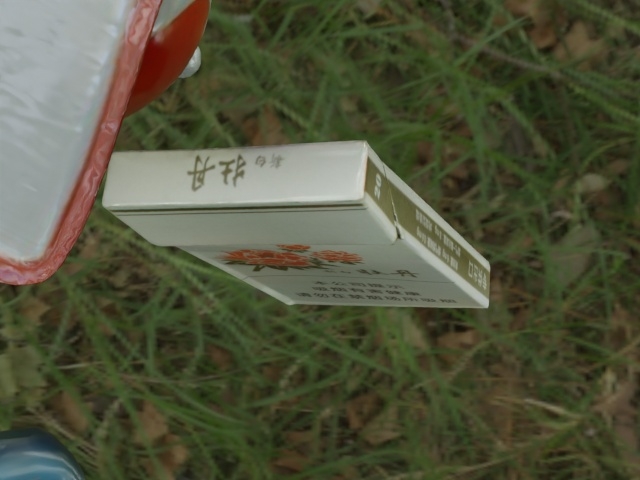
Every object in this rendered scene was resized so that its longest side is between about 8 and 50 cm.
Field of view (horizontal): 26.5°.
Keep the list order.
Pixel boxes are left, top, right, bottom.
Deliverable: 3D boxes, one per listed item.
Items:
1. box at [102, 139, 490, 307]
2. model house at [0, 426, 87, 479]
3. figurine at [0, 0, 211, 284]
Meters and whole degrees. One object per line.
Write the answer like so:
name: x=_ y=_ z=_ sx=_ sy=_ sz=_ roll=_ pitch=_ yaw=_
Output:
box: x=-0.001 y=0.000 z=0.594 sx=0.109 sy=0.198 sz=0.029 roll=0 pitch=77 yaw=21
model house: x=-0.223 y=0.260 z=0.614 sx=0.237 sy=0.303 sz=0.215 roll=-11 pitch=66 yaw=-45
figurine: x=-0.108 y=-0.108 z=0.539 sx=0.160 sy=0.226 sz=0.183 roll=23 pitch=102 yaw=6
